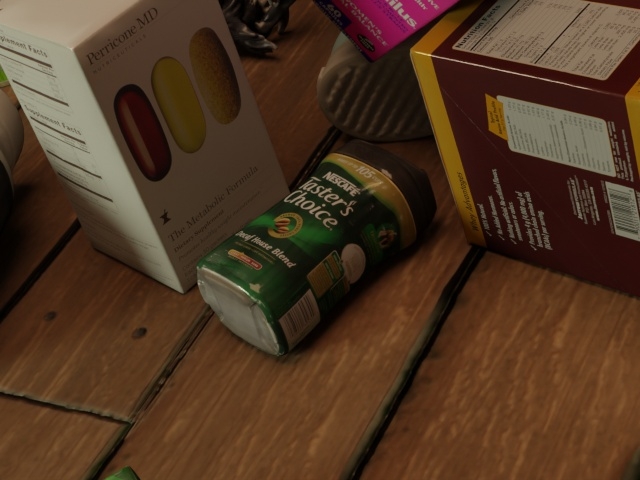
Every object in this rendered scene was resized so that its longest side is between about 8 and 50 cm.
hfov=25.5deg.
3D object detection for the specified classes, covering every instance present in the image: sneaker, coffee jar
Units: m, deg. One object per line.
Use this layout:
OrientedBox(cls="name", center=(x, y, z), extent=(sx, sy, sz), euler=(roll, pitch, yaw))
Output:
OrientedBox(cls="sneaker", center=(0.176, -0.187, 1.190), extent=(0.365, 0.135, 0.150), euler=(-4, 46, 20))
OrientedBox(cls="coffee jar", center=(0.000, 0.000, 1.089), extent=(0.184, 0.079, 0.096), euler=(-40, 42, -24))

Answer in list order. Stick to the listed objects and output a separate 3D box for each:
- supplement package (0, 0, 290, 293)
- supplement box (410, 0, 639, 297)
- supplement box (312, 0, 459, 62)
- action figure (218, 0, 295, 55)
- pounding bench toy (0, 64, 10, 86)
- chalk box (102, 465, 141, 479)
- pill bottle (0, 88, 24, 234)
OrientedBox(cls="supplement package", center=(-0.144, -0.104, 1.143), extent=(0.133, 0.244, 0.139), euler=(23, 56, 41))
OrientedBox(cls="supplement box", center=(0.195, -0.081, 1.008), extent=(0.194, 0.191, 0.129), euler=(19, 54, 39))
OrientedBox(cls="supplement box", center=(0.068, -0.229, 1.048), extent=(0.114, 0.111, 0.220), euler=(-47, 7, -16))
OrientedBox(cls="action figure", center=(-0.065, -0.290, 1.418), extent=(0.164, 0.141, 0.276), euler=(24, 54, 28))
OrientedBox(cls="pounding bench toy", center=(-0.359, -0.210, 1.494), extent=(0.052, 0.083, 0.065), euler=(-17, 39, 5))
OrientedBox(cls="chalk box", center=(-0.101, 0.257, 0.785), extent=(0.132, 0.132, 0.213), euler=(-30, 40, -12))
OrientedBox(cls="pill bottle", center=(-0.356, -0.020, 1.205), extent=(0.162, 0.162, 0.278), euler=(-6, 41, 17))
